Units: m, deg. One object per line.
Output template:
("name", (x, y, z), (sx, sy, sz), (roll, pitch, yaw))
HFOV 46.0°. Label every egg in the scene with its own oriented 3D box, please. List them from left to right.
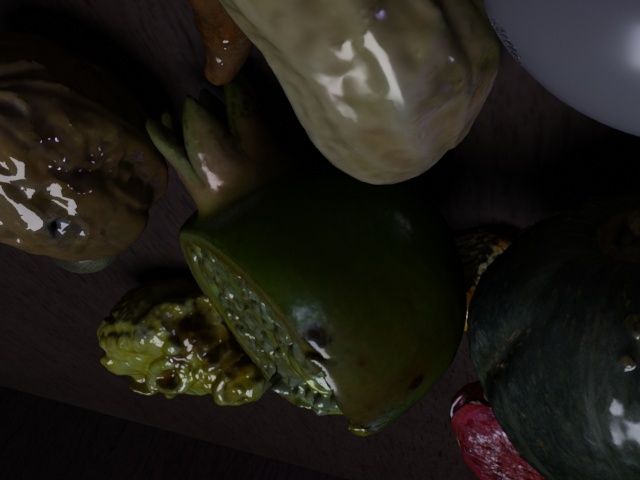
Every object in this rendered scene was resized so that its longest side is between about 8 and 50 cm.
("egg", (0.181, -0.128, 0.388), (0.198, 0.146, 0.146), (22, 155, 7))

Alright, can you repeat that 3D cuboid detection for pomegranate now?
("pomegranate", (0.000, 0.000, 0.710), (0.359, 0.216, 0.309), (64, 163, -13))

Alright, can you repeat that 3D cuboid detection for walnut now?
("walnut", (-0.253, -0.082, 0.721), (0.198, 0.198, 0.245), (3, 159, 29))

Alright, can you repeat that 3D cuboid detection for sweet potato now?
("sweet potato", (-0.085, -0.204, 0.521), (0.078, 0.058, 0.255), (28, 158, 30))

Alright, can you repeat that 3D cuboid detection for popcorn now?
("popcorn", (-0.222, 0.157, 1.214), (0.285, 0.174, 0.225), (8, 146, 19))

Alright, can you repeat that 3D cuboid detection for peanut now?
("peanut", (0.023, -0.147, 0.453), (0.152, 0.152, 0.313), (3, 149, 29))

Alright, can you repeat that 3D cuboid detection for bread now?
("bread", (0.139, 0.048, 0.827), (0.065, 0.103, 0.187), (37, 154, -32))

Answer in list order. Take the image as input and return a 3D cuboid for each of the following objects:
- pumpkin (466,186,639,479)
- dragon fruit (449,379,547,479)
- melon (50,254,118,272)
("pumpkin", (0.285, 0.076, 0.593), (0.327, 0.291, 0.258), (3, 124, 54))
("dragon fruit", (0.358, 0.222, 0.882), (0.370, 0.249, 0.386), (34, 151, 3))
("melon", (-0.328, -0.003, 1.038), (0.130, 0.098, 0.098), (-3, 148, 41))
